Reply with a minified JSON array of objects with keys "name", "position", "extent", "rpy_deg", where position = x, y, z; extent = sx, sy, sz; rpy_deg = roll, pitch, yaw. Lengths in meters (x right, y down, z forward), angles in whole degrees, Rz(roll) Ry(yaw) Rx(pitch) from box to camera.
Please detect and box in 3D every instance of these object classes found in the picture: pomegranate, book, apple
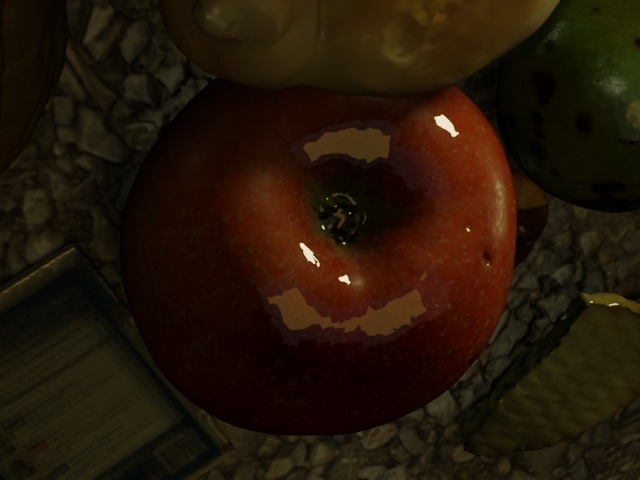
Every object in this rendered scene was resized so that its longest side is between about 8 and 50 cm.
[{"name":"pomegranate","position":[0.237,-0.154,1.067],"extent":[0.306,0.242,0.242],"rpy_deg":[19,109,-27]},{"name":"book","position":[-0.257,0.174,1.195],"extent":[0.228,0.018,0.322],"rpy_deg":[-32,123,-3]},{"name":"apple","position":[0.000,0.000,1.014],"extent":[0.348,0.277,0.348],"rpy_deg":[2,83,-13]}]

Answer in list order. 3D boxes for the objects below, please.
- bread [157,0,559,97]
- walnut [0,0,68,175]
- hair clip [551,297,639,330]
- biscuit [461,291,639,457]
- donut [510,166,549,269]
[{"name":"bread","position":[0.052,-0.308,0.810],"extent":[0.348,0.253,0.376],"rpy_deg":[-10,143,-19]},{"name":"walnut","position":[-0.330,-0.158,0.837],"extent":[0.333,0.333,0.333],"rpy_deg":[-9,120,-16]},{"name":"hair clip","position":[0.349,0.092,1.356],"extent":[0.214,0.056,0.062],"rpy_deg":[-4,145,-12]},{"name":"biscuit","position":[0.291,0.161,1.342],"extent":[0.187,0.036,0.273],"rpy_deg":[15,128,-29]},{"name":"donut","position":[0.165,-0.021,1.220],"extent":[0.140,0.059,0.140],"rpy_deg":[-9,119,-16]}]
